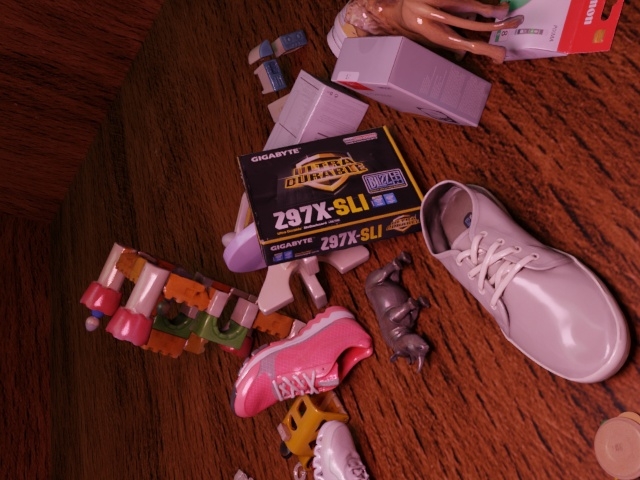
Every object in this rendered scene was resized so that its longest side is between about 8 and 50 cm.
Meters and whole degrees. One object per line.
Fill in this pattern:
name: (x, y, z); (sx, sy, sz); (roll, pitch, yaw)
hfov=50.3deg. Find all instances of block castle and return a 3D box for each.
block castle: (-0.284, 0.190, 1.528); (0.303, 0.453, 0.212); (20, 85, 55)

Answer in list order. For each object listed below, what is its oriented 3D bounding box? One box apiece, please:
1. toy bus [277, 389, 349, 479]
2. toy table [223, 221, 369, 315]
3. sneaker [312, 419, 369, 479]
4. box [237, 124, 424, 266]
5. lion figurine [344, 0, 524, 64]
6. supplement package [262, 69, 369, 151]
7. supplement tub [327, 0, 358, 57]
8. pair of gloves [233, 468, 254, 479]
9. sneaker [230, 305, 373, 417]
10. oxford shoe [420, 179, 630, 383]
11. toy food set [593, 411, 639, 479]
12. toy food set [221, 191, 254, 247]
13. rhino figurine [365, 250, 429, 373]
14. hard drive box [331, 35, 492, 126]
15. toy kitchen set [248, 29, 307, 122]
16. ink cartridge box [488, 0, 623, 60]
toy bus: (-0.034, 0.392, 1.395); (0.191, 0.104, 0.202); (-22, 59, 50)
toy table: (-0.047, 0.036, 1.440); (0.274, 0.252, 0.160); (-33, 64, 2)
sneaker: (0.067, 0.468, 1.232); (0.118, 0.110, 0.291); (-27, 65, 36)
box: (0.016, -0.096, 1.353); (0.079, 0.322, 0.257); (85, 170, -49)
lion figurine: (0.188, -0.407, 1.231); (0.392, 0.240, 0.142); (-137, 64, -77)
supplement package: (-0.020, -0.252, 1.608); (0.244, 0.134, 0.139); (-62, 36, 16)
supplement tub: (0.122, -0.482, 1.492); (0.200, 0.144, 0.144); (-42, 46, 39)
pair of gloves: (-0.169, 0.656, 1.537); (0.240, 0.042, 0.204); (31, 99, 53)
sneaker: (-0.032, 0.250, 1.328); (0.314, 0.115, 0.136); (-34, 44, -19)
oxford shoe: (0.288, 0.048, 1.061); (0.169, 0.130, 0.449); (-57, 39, 21)
toy food set: (0.400, 0.274, 0.903); (0.082, 0.020, 0.083); (-43, 45, 37)
toy food set: (-0.197, -0.041, 1.735); (0.306, 0.093, 0.219); (159, 123, -78)
rhino figurine: (0.148, 0.140, 1.269); (0.106, 0.073, 0.243); (-43, 46, 32)
hard drive box: (0.169, -0.297, 1.273); (0.181, 0.232, 0.089); (24, 97, 56)
toy kitchen set: (-0.071, -0.450, 1.828); (0.122, 0.166, 0.207); (-11, 105, 53)
ink cartridge box: (0.400, -0.403, 1.151); (0.225, 0.056, 0.180); (16, 90, 57)
